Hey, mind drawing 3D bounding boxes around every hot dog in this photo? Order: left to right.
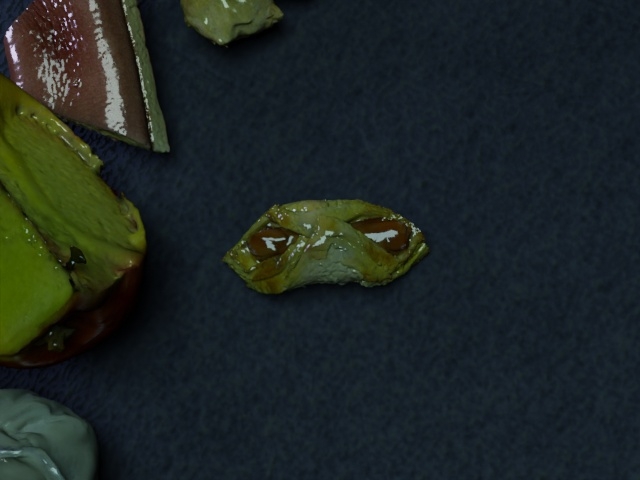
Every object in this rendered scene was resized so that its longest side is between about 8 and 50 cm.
[{"bbox_3d":[0.000,0.001,1.106,0.169,0.061,0.078,-7,73,6],"label":"hot dog"}]

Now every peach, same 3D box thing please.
[{"bbox_3d":[-0.253,-0.018,1.097,0.267,0.159,0.154,48,110,16],"label":"peach"}]

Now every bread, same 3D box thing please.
[{"bbox_3d":[-0.199,-0.155,1.169,0.119,0.067,0.192,-12,81,12],"label":"bread"}]

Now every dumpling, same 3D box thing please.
[{"bbox_3d":[-0.229,0.162,1.061,0.188,0.127,0.108,30,68,18],"label":"dumpling"}]

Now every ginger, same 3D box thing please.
[{"bbox_3d":[-0.136,-0.283,1.201,0.118,0.065,0.299,-41,74,-18],"label":"ginger"}]
